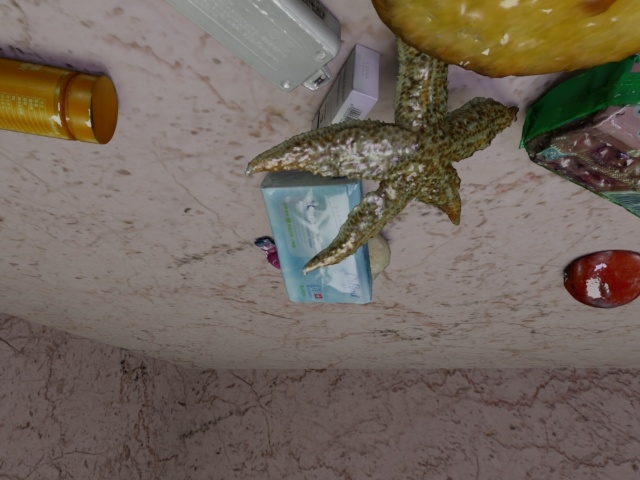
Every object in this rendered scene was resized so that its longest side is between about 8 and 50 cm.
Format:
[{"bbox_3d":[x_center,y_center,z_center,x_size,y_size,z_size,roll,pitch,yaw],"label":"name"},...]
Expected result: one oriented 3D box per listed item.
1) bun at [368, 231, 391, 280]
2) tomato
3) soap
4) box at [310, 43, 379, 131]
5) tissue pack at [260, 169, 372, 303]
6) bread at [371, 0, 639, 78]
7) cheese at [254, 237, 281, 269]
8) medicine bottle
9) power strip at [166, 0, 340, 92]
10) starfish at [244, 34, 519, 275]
[{"bbox_3d":[0.049,0.048,0.919,0.223,0.127,0.222,6,151,3],"label":"bun"},{"bbox_3d":[0.683,0.107,0.965,0.174,0.099,0.189,-1,151,14],"label":"tomato"},{"bbox_3d":[0.405,-0.102,0.506,0.274,0.097,0.218,25,174,-8],"label":"soap"},{"bbox_3d":[0.026,-0.171,0.546,0.040,0.083,0.154,13,152,-18],"label":"box"},{"bbox_3d":[0.000,0.000,0.764,0.178,0.089,0.263,-1,124,13],"label":"tissue pack"},{"bbox_3d":[0.150,-0.262,0.228,0.338,0.203,0.358,1,154,16],"label":"bread"},{"bbox_3d":[-0.106,0.037,1.020,0.095,0.038,0.145,-15,141,31],"label":"cheese"},{"bbox_3d":[-0.394,-0.193,0.555,0.192,0.096,0.096,8,152,-6],"label":"medicine bottle"},{"bbox_3d":[-0.113,-0.271,0.404,0.098,0.058,0.339,-21,144,41],"label":"power strip"},{"bbox_3d":[0.108,-0.088,0.491,0.347,0.357,0.078,23,-170,-41],"label":"starfish"}]
